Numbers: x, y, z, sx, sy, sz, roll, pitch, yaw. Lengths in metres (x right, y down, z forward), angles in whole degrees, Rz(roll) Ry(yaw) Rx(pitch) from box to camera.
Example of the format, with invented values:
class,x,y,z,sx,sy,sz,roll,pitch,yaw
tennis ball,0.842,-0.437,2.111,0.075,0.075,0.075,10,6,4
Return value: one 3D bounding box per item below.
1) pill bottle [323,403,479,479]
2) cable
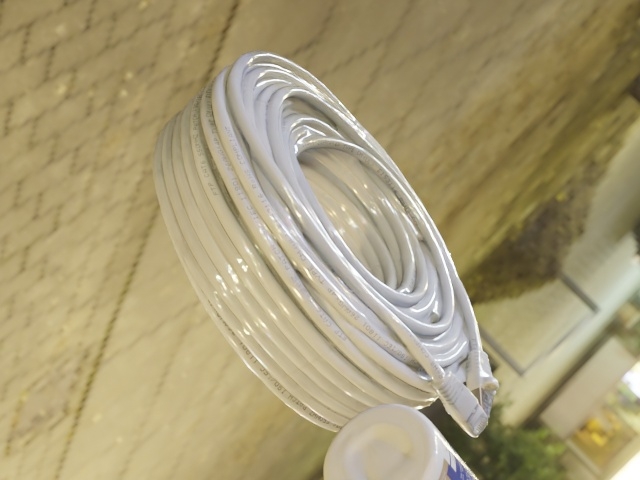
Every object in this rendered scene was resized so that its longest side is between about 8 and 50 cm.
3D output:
class,x,y,z,sx,sy,sz,roll,pitch,yaw
pill bottle,0.055,0.145,0.774,0.067,0.067,0.120,-43,136,-5
cable,0.000,0.000,0.931,0.089,0.257,0.257,-35,-148,22
